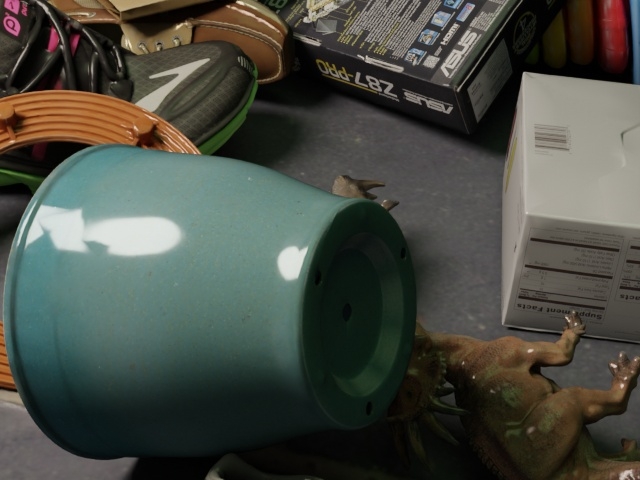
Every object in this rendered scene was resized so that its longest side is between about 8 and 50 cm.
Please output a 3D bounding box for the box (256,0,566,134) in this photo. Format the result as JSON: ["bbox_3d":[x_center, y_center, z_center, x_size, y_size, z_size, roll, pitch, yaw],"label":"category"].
[{"bbox_3d":[0.143,-0.336,1.837,0.318,0.097,0.395,23,66,30],"label":"box"}]

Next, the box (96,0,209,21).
[{"bbox_3d":[-0.172,-0.311,1.791,0.201,0.021,0.164,-17,34,-24],"label":"box"}]

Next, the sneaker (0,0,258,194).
[{"bbox_3d":[-0.300,-0.166,1.629,0.483,0.202,0.185,-5,39,-12],"label":"sneaker"}]

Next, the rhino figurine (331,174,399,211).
[{"bbox_3d":[0.000,0.000,1.500,0.106,0.073,0.243,29,41,19],"label":"rhino figurine"}]

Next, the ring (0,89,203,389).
[{"bbox_3d":[-0.254,-0.012,1.477,0.337,0.032,0.336,2,59,-4],"label":"ring"}]

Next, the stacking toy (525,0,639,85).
[{"bbox_3d":[0.259,-0.275,1.901,0.302,0.175,0.165,-7,42,7],"label":"stacking toy"}]

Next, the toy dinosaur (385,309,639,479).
[{"bbox_3d":[0.165,0.160,1.325,0.200,0.127,0.296,-25,51,-34],"label":"toy dinosaur"}]

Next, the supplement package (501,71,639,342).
[{"bbox_3d":[0.295,-0.035,1.569,0.204,0.145,0.262,7,37,2],"label":"supplement package"}]

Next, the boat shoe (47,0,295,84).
[{"bbox_3d":[-0.192,-0.225,1.801,0.324,0.122,0.120,10,42,20],"label":"boat shoe"}]

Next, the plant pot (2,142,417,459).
[{"bbox_3d":[-0.070,0.056,1.251,0.255,0.271,0.271,2,32,31],"label":"plant pot"}]

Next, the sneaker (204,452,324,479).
[{"bbox_3d":[0.014,0.249,1.190,0.262,0.121,0.099,17,40,15],"label":"sneaker"}]

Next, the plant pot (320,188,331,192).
[{"bbox_3d":[-0.042,0.022,1.553,0.236,0.032,0.236,3,38,-3],"label":"plant pot"}]
